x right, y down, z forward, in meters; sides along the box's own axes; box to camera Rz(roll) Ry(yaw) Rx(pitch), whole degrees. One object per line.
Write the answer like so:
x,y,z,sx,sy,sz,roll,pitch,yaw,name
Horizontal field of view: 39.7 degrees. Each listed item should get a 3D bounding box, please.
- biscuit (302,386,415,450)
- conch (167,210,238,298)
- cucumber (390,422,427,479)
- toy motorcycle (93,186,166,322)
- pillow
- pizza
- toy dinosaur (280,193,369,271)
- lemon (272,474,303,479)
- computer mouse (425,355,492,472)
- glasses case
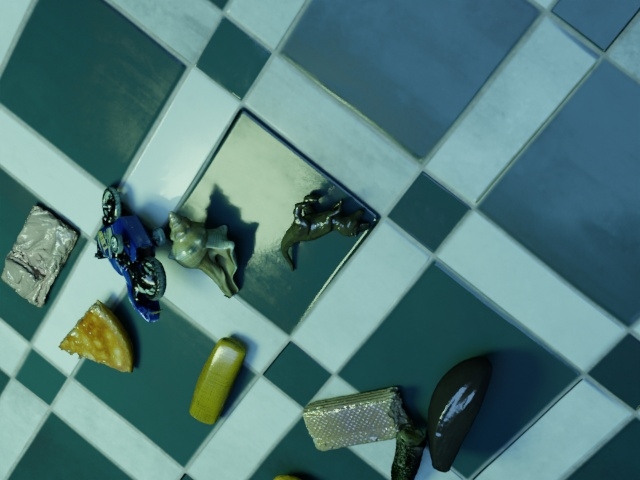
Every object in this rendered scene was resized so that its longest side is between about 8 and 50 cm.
0.083,0.391,1.933,0.239,0.062,0.108,-15,105,26,biscuit
-0.239,0.011,1.892,0.234,0.114,0.137,28,135,-31,conch
0.185,0.464,1.887,0.067,0.067,0.245,18,146,13,cucumber
-0.417,0.033,1.929,0.315,0.113,0.168,55,136,29,toy motorcycle
-0.670,0.040,2.087,0.135,0.049,0.248,38,115,8,pillow
-0.536,0.224,2.100,0.193,0.053,0.200,-2,120,19,pizza
0.000,0.000,1.802,0.187,0.087,0.178,6,110,20,toy dinosaur
-0.062,0.604,2.037,0.155,0.114,0.114,30,117,3,lemon
0.263,0.345,1.804,0.087,0.137,0.269,20,115,2,computer mouse
-0.236,0.320,2.020,0.079,0.064,0.234,28,116,7,glasses case
